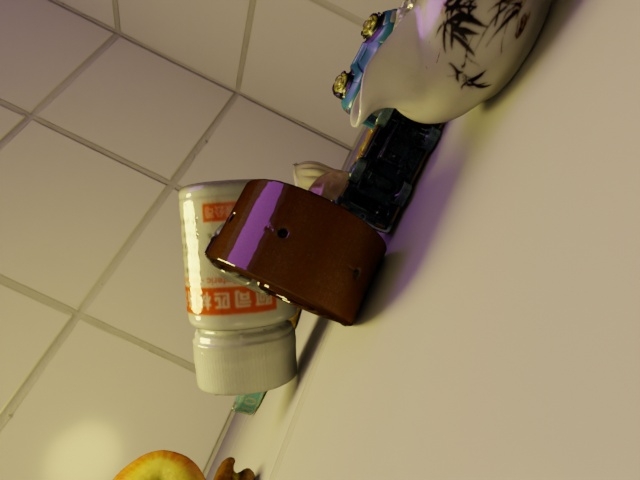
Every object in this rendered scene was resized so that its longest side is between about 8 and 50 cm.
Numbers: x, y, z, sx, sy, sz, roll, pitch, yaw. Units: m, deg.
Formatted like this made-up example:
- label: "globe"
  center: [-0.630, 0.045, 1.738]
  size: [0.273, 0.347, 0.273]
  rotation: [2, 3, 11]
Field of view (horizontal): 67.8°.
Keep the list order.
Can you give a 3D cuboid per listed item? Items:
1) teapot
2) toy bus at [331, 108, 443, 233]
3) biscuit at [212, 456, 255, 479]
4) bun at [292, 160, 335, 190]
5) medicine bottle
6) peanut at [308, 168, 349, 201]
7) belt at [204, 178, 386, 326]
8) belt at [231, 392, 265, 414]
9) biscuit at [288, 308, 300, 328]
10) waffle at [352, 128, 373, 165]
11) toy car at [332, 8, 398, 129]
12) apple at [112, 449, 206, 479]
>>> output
- label: "teapot"
  center: [0.124, -0.240, 0.463]
  size: [0.208, 0.165, 0.300]
  rotation: [85, -169, -78]
- label: "toy bus"
  center: [0.090, -0.103, 0.666]
  size: [0.182, 0.091, 0.103]
  rotation: [-63, 1, -5]
- label: "biscuit"
  center: [-0.172, 0.461, 0.749]
  size: [0.220, 0.066, 0.221]
  rotation: [-155, 90, -88]
- label: "bun"
  center: [0.023, -0.164, 1.643]
  size: [0.263, 0.174, 0.264]
  rotation: [-16, -90, -81]
- label: "medicine bottle"
  center: [-0.151, 0.079, 0.902]
  size: [0.211, 0.210, 0.372]
  rotation: [-152, 59, -87]
- label: "peanut"
  center: [0.000, 0.000, 0.997]
  size: [0.149, 0.149, 0.314]
  rotation: [-76, 5, -76]
- label: "belt"
  center: [-0.042, 0.025, 0.650]
  size: [0.122, 0.217, 0.338]
  rotation: [-65, 9, -9]
- label: "belt"
  center: [-0.193, 0.414, 1.393]
  size: [0.163, 0.082, 0.148]
  rotation: [123, 163, -44]
- label: "biscuit"
  center: [-0.111, 0.284, 1.475]
  size: [0.174, 0.038, 0.183]
  rotation: [-62, 2, 13]
- label: "waffle"
  center: [0.187, -0.365, 1.550]
  size: [0.307, 0.060, 0.312]
  rotation: [-73, 8, -68]
- label: "toy car"
  center: [0.181, -0.444, 1.247]
  size: [0.314, 0.198, 0.166]
  rotation: [-60, 37, 13]
- label: "apple"
  center: [-0.405, 0.677, 1.174]
  size: [0.286, 0.285, 0.233]
  rotation: [-69, -2, -57]
